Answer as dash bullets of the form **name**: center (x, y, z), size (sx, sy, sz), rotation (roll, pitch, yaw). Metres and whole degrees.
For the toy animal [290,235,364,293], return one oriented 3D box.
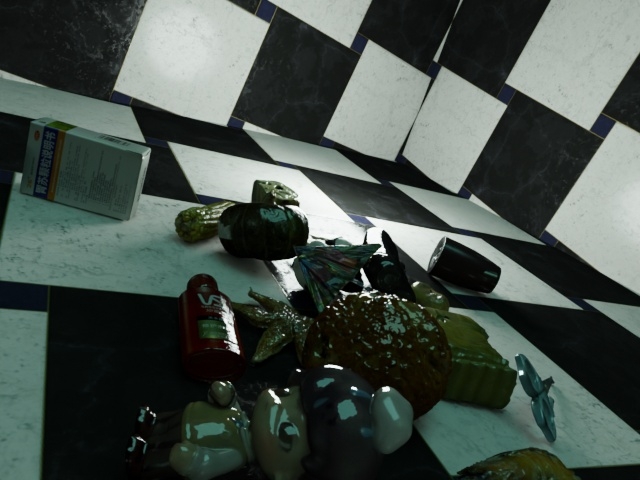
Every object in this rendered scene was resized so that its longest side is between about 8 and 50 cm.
- **toy animal**: center (0.021, 0.078, 1.552), size (0.179, 0.138, 0.166), rotation (-9, 59, -41)

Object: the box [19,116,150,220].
- **box**: center (-0.641, -0.195, 1.581), size (0.299, 0.200, 0.106), rotation (16, 17, -8)

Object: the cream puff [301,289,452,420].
- **cream puff**: center (0.122, 0.212, 1.135), size (0.303, 0.212, 0.303), rotation (20, 24, -9)

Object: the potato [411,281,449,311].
- **potato**: center (0.314, 0.175, 1.673), size (0.091, 0.070, 0.138), rotation (0, 24, -32)

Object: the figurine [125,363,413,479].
- **figurine**: center (-0.076, 0.263, 0.828), size (0.365, 0.206, 0.218), rotation (14, 5, -10)

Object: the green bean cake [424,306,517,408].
- **green bean cake**: center (0.322, 0.265, 1.339), size (0.233, 0.124, 0.236), rotation (15, 18, -13)

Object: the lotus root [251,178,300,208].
- **lotus root**: center (-0.151, -0.125, 1.992), size (0.138, 0.119, 0.235), rotation (-1, 25, -33)

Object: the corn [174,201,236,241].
- **corn**: center (-0.314, -0.063, 1.691), size (0.102, 0.102, 0.313), rotation (24, 19, 14)

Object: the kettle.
- **kettle**: center (0.499, 0.102, 2.004), size (0.232, 0.144, 0.202), rotation (26, -12, 0)

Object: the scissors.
- **scissors**: center (0.525, 0.348, 1.352), size (0.360, 0.029, 0.191), rotation (9, 59, -60)

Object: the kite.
- **kite**: center (0.030, 0.066, 1.457), size (0.234, 0.016, 0.321), rotation (26, 42, 21)

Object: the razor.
- **razor**: center (0.185, 0.084, 1.660), size (0.189, 0.107, 0.327), rotation (61, 10, -17)

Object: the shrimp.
- **shrimp**: center (0.355, 0.435, 0.992), size (0.317, 0.062, 0.164), rotation (10, 23, -33)

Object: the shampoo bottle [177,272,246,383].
- **shampoo bottle**: center (-0.226, 0.165, 1.160), size (0.118, 0.076, 0.314), rotation (8, 21, -19)

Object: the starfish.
- **starfish**: center (-0.083, 0.191, 1.257), size (0.299, 0.060, 0.302), rotation (18, 19, -12)

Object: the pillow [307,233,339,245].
- **pillow**: center (0.001, 0.001, 1.920), size (0.211, 0.034, 0.135), rotation (7, 24, -28)

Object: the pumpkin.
- **pumpkin**: center (-0.149, -0.045, 1.597), size (0.260, 0.189, 0.260), rotation (2, 9, 0)
